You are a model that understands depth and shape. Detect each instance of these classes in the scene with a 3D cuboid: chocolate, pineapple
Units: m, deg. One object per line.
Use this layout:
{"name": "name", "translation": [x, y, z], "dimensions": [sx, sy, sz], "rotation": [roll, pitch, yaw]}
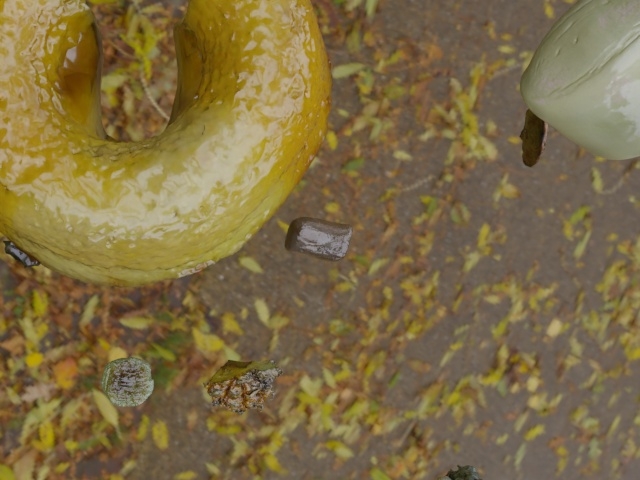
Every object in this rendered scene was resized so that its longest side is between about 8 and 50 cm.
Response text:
{"name": "chocolate", "translation": [0.000, 0.000, 1.505], "dimensions": [0.101, 0.031, 0.064], "rotation": [14, 108, -22]}
{"name": "pineapple", "translation": [-0.099, 0.198, 1.472], "dimensions": [0.114, 0.077, 0.114], "rotation": [-26, 138, 23]}

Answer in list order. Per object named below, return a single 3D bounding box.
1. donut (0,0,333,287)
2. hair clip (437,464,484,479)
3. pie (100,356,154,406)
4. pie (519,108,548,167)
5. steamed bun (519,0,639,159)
{"name": "donut", "translation": [-0.193, -0.147, 1.081], "dimensions": [0.436, 0.163, 0.377], "rotation": [-3, 79, -5]}
{"name": "hair clip", "translation": [0.183, 0.388, 1.448], "dimensions": [0.091, 0.321, 0.138], "rotation": [27, 86, -1]}
{"name": "pie", "translation": [-0.291, 0.214, 1.535], "dimensions": [0.085, 0.020, 0.084], "rotation": [-4, 112, -10]}
{"name": "pie", "translation": [0.354, -0.176, 1.690], "dimensions": [0.033, 0.088, 0.191], "rotation": [-3, 158, -1]}
{"name": "steamed bun", "translation": [0.394, -0.221, 1.284], "dimensions": [0.200, 0.154, 0.250], "rotation": [29, 111, -38]}
